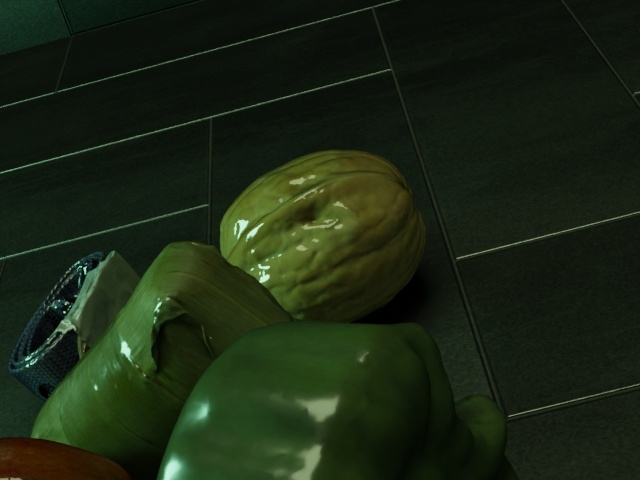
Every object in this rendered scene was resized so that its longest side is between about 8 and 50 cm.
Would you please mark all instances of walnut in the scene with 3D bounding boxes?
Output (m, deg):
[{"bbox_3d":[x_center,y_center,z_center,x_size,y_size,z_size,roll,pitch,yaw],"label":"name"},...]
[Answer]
[{"bbox_3d":[0.000,0.000,1.522,0.261,0.225,0.225,-26,30,-5],"label":"walnut"}]

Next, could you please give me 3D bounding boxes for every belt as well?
[{"bbox_3d":[-0.291,0.123,1.548,0.140,0.126,0.230,-29,23,27],"label":"belt"}]

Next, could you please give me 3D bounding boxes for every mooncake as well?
[{"bbox_3d":[0.025,0.234,0.978,0.187,0.351,0.351,6,37,30],"label":"mooncake"}]

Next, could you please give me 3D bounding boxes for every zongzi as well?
[{"bbox_3d":[-0.090,0.211,1.308,0.356,0.393,0.174,-44,29,34],"label":"zongzi"}]

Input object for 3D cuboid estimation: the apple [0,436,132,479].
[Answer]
[{"bbox_3d":[-0.274,0.291,1.151,0.234,0.234,0.234,-12,30,7],"label":"apple"}]
